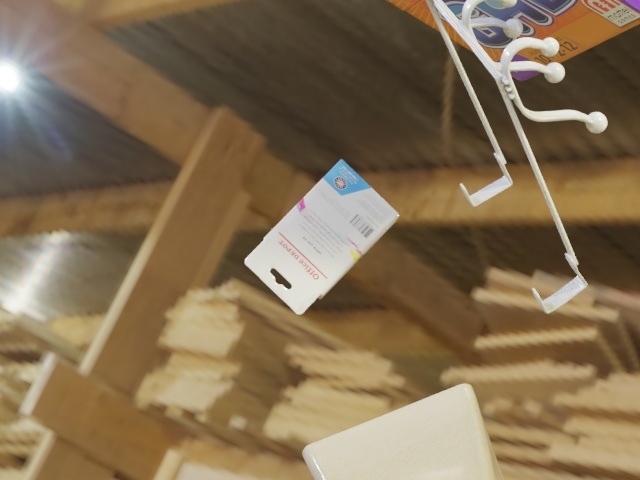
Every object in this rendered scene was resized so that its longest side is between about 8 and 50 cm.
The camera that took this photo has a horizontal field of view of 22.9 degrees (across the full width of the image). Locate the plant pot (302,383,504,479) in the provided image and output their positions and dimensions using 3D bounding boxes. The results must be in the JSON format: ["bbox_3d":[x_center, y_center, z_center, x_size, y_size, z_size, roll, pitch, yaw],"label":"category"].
[{"bbox_3d":[0.065,0.170,0.932,0.109,0.096,0.109,-22,-49,0],"label":"plant pot"}]

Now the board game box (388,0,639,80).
[{"bbox_3d":[0.231,-0.452,1.826,0.356,0.356,0.356,30,-12,-11],"label":"board game box"}]

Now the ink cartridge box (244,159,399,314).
[{"bbox_3d":[0.000,0.000,2.004,0.104,0.181,0.061,44,-7,4],"label":"ink cartridge box"}]

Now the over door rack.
[{"bbox_3d":[0.212,-0.126,1.668,0.239,0.108,0.324,-117,-171,-53],"label":"over door rack"}]
